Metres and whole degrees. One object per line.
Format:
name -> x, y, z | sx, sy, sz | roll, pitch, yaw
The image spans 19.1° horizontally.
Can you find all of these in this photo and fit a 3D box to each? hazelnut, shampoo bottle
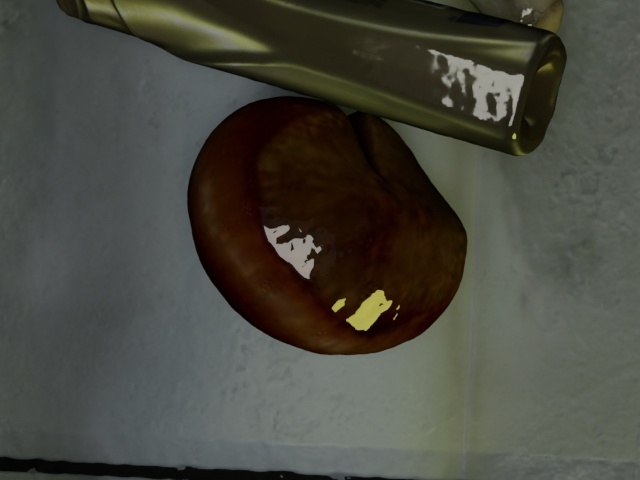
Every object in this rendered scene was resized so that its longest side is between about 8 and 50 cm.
hazelnut -> 0.000, 0.000, 1.311 | 0.204, 0.178, 0.178 | 24, 105, -30
shampoo bottle -> -0.015, -0.142, 1.278 | 0.350, 0.125, 0.084 | 17, 99, 16

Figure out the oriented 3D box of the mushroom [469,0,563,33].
mushroom -> 0.056, -0.228, 1.288 | 0.270, 0.103, 0.118 | 27, 106, -5
